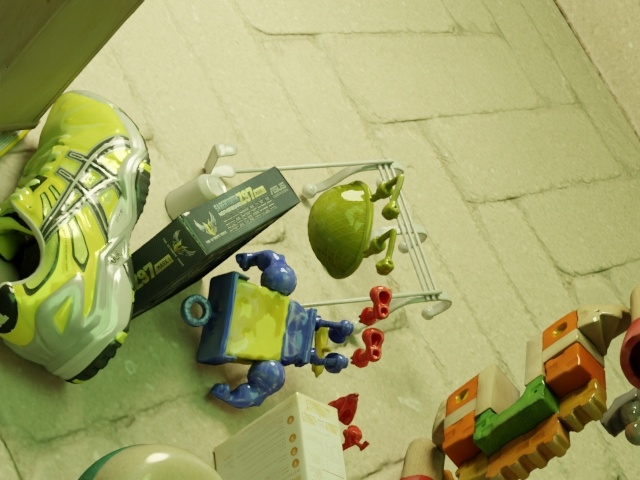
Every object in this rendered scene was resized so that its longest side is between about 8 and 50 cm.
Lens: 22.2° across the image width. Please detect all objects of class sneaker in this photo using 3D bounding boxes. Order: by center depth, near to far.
[{"bbox_3d":[-0.283,-0.034,1.782,0.147,0.145,0.385,31,36,-34],"label":"sneaker"}]

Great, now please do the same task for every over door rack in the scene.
[{"bbox_3d":[0.000,0.000,2.186,0.324,0.108,0.240,2,56,-36],"label":"over door rack"}]

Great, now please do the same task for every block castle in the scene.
[{"bbox_3d":[0.323,0.289,1.985,0.303,0.453,0.213,47,24,-13],"label":"block castle"}]

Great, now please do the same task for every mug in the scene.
[{"bbox_3d":[-0.145,-0.047,2.055,0.078,0.064,0.062,40,33,-22],"label":"mug"}]

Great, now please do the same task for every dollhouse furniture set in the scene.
[{"bbox_3d":[-0.403,-0.345,1.788,0.394,0.256,0.362,50,22,11],"label":"dollhouse furniture set"}]

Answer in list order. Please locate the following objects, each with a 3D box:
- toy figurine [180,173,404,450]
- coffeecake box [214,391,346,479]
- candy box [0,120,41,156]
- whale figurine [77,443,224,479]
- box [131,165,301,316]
[{"bbox_3d":[-0.051,0.072,1.921,0.217,0.191,0.363,13,76,-19],"label":"toy figurine"},{"bbox_3d":[-0.041,0.284,1.790,0.068,0.142,0.185,27,40,-36],"label":"coffeecake box"},{"bbox_3d":[-0.398,-0.127,1.829,0.105,0.027,0.206,51,31,-10],"label":"candy box"},{"bbox_3d":[-0.185,0.335,1.591,0.216,0.141,0.272,26,65,-38],"label":"whale figurine"},{"bbox_3d":[-0.147,0.009,1.882,0.059,0.183,0.232,55,32,1],"label":"box"}]
